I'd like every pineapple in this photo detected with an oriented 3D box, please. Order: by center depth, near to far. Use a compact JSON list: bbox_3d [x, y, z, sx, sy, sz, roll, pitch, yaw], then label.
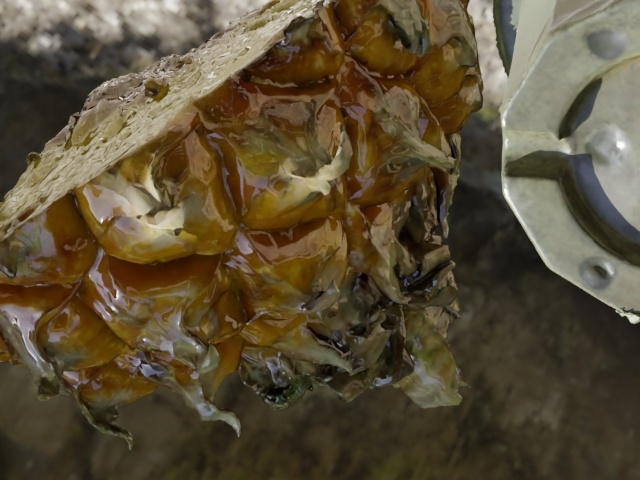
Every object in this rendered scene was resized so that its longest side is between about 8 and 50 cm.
[{"bbox_3d":[-0.005,0.003,0.531,0.164,0.250,0.140,62,164,-6],"label":"pineapple"}]

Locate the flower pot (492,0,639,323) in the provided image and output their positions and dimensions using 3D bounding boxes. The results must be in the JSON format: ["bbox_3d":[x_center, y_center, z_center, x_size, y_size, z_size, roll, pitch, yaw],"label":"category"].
[{"bbox_3d":[0.215,-0.099,0.917,0.290,0.259,0.290,8,118,16],"label":"flower pot"}]
